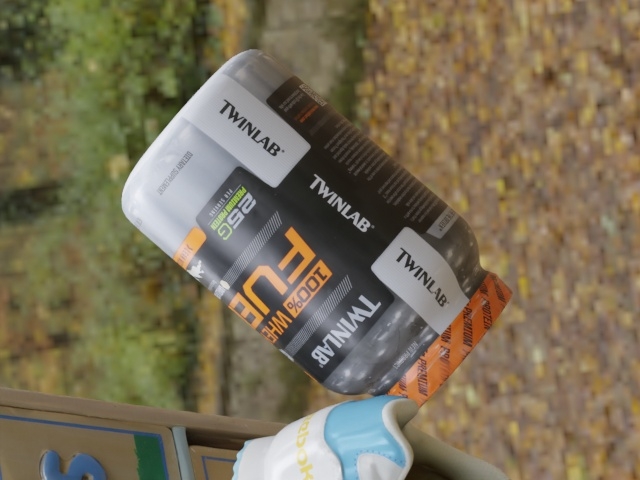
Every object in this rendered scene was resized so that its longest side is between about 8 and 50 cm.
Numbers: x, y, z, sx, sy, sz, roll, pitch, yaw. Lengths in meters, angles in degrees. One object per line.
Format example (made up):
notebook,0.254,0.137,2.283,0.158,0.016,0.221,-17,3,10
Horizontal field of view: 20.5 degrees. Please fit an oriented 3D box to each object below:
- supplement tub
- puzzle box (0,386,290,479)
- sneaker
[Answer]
supplement tub,0.000,0.000,0.927,0.190,0.117,0.117,40,164,2
puzzle box,-0.052,0.269,0.872,0.052,0.272,0.408,-44,49,39
sneaker,0.062,0.160,0.798,0.228,0.092,0.087,46,-147,-28
